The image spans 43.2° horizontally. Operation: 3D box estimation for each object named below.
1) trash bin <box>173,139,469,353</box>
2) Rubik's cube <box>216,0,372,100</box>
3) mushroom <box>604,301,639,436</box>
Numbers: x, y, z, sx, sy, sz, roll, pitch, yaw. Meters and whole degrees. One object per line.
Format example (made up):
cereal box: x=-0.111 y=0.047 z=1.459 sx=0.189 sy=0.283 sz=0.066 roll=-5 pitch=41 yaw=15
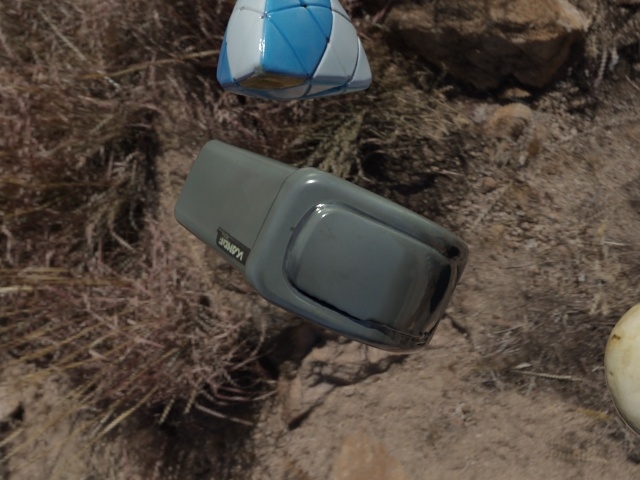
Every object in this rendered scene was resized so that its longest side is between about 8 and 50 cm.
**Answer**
trash bin: x=0.000 y=0.000 z=0.644 sx=0.236 sy=0.177 sz=0.101 roll=29 pitch=96 yaw=55
Rubik's cube: x=-0.031 y=-0.256 z=1.156 sx=0.255 sy=0.254 sz=0.254 roll=-1 pitch=87 yaw=30
mushroom: x=0.362 y=0.130 z=0.785 sx=0.166 sy=0.127 sz=0.166 roll=-5 pitch=75 yaw=20
